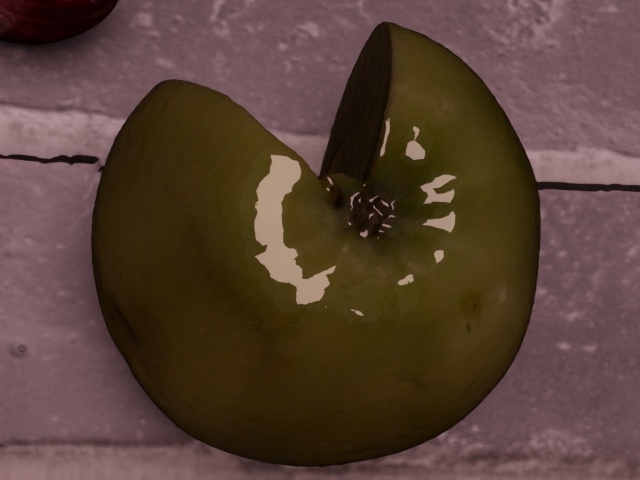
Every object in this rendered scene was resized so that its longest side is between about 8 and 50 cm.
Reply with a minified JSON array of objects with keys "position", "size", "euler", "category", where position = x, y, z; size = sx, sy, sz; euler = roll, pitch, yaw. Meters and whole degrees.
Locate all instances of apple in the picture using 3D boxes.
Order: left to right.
[{"position":[0.000,0.000,0.969],"size":[0.292,0.254,0.292],"euler":[2,82,-12],"category":"apple"}]

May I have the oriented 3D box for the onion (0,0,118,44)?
[{"position":[-0.242,-0.201,1.038],"size":[0.206,0.098,0.151],"euler":[49,47,8],"category":"onion"}]
